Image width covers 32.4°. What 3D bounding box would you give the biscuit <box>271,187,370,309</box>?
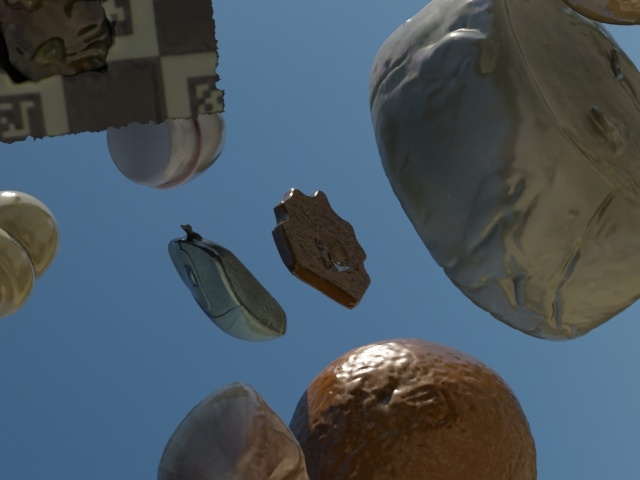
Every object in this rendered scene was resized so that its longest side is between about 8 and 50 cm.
[{"bbox_3d":[-0.002,0.001,1.657,0.182,0.034,0.215,33,-148,-28],"label":"biscuit"}]

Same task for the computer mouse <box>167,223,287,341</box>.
[{"bbox_3d":[-0.126,0.070,1.426,0.229,0.113,0.068,49,-117,-36],"label":"computer mouse"}]

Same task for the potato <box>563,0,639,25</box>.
[{"bbox_3d":[0.193,-0.190,0.685,0.147,0.112,0.112,15,-95,-46],"label":"potato"}]

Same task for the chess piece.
[{"bbox_3d":[-0.426,0.050,1.339,0.299,0.167,0.167,-66,-34,-52],"label":"chess piece"}]

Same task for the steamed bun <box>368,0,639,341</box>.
[{"bbox_3d":[0.181,-0.100,1.087,0.236,0.247,0.383,9,-126,-41],"label":"steamed bun"}]

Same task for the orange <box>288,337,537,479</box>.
[{"bbox_3d":[0.117,0.293,1.418,0.322,0.322,0.357,-62,-28,-24],"label":"orange"}]

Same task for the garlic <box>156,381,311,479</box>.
[{"bbox_3d":[-0.065,0.184,0.712,0.174,0.124,0.099,-60,-29,1],"label":"garlic"}]

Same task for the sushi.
[{"bbox_3d":[-0.253,-0.278,0.982,0.100,0.296,0.373,-131,33,-79],"label":"sushi"}]

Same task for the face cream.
[{"bbox_3d":[-0.168,-0.116,1.211,0.104,0.117,0.117,-21,-65,-59],"label":"face cream"}]
